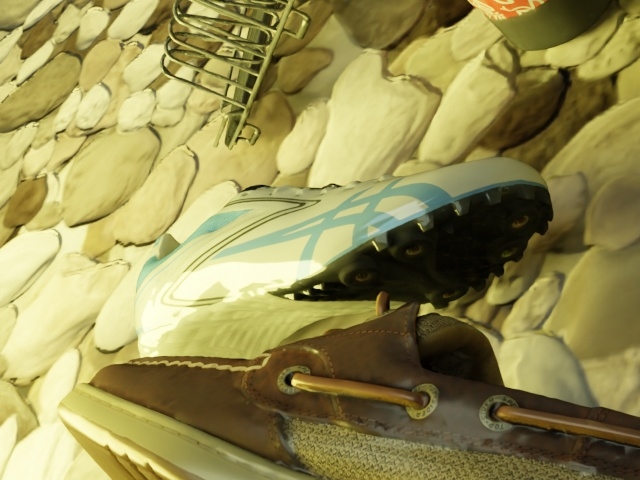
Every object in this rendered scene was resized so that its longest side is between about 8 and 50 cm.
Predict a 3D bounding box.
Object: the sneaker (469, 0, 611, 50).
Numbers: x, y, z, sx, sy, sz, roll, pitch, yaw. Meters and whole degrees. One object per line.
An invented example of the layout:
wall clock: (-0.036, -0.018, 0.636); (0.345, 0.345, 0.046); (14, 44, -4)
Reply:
sneaker: (0.110, -0.242, 0.820); (0.090, 0.145, 0.270); (-10, 51, 42)

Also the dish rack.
dish rack: (-0.033, -0.174, 0.855); (0.271, 0.074, 0.208); (123, 162, -69)

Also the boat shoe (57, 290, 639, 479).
boat shoe: (0.033, 0.088, 0.635); (0.342, 0.123, 0.123); (8, 52, 48)

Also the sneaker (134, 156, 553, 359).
sneaker: (0.000, 0.000, 0.761); (0.237, 0.085, 0.086); (-21, 63, 35)
